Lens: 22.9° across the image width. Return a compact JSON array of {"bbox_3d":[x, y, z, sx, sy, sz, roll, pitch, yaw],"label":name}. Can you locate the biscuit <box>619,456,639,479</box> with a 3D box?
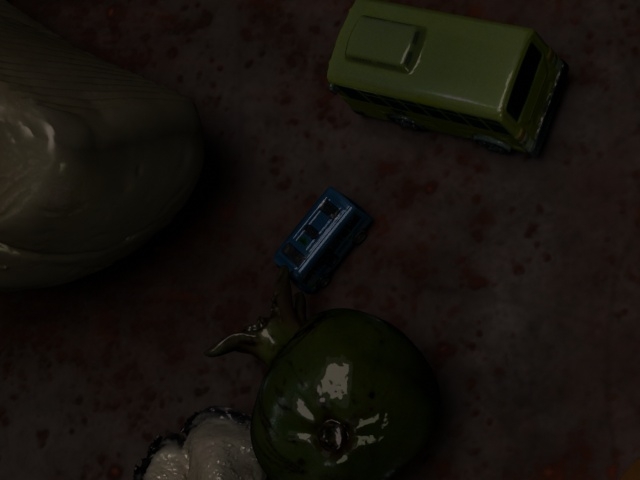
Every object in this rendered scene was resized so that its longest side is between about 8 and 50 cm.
[{"bbox_3d":[0.309,0.231,0.985,0.275,0.052,0.355,-55,39,-3],"label":"biscuit"}]

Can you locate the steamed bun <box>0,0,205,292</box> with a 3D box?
[{"bbox_3d":[-0.299,-0.080,1.350,0.383,0.247,0.236,32,110,27],"label":"steamed bun"}]

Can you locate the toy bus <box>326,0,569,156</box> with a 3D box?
[{"bbox_3d":[0.095,-0.133,1.248,0.175,0.101,0.088,16,81,31],"label":"toy bus"}]

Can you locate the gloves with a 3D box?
[{"bbox_3d":[-0.096,0.206,1.250,0.114,0.070,0.153,-4,65,34],"label":"gloves"}]

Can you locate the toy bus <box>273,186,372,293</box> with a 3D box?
[{"bbox_3d":[0.000,0.000,1.282,0.038,0.046,0.083,41,93,30],"label":"toy bus"}]

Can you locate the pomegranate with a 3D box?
[{"bbox_3d":[-0.001,0.105,1.203,0.152,0.131,0.191,-45,54,11],"label":"pomegranate"}]
